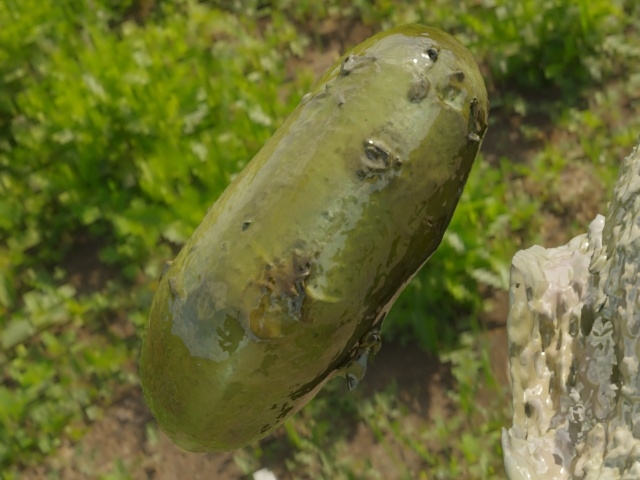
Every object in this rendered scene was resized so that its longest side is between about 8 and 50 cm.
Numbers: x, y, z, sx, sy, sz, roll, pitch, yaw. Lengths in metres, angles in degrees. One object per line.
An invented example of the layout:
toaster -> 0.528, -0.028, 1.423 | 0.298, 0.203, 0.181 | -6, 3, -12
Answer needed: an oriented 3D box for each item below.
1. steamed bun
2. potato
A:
steamed bun -> 0.165, 0.048, 0.758 | 0.170, 0.200, 0.225 | 14, 38, 8
potato -> 0.000, 0.000, 0.626 | 0.085, 0.105, 0.188 | 35, 84, -3
